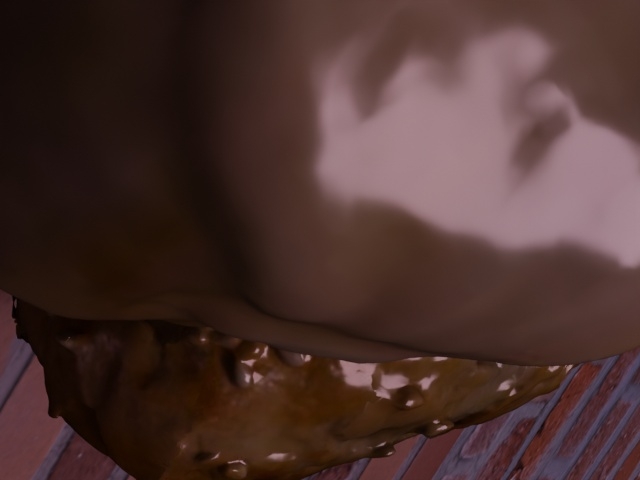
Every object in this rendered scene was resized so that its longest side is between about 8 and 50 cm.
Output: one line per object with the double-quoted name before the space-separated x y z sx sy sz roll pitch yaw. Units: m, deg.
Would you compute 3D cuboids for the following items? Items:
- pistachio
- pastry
"pistachio" 0.042 -0.126 0.715 0.445 0.365 0.281 -35 180 -8
"pastry" 0.000 0.000 0.914 0.310 0.255 0.162 -16 124 -38
